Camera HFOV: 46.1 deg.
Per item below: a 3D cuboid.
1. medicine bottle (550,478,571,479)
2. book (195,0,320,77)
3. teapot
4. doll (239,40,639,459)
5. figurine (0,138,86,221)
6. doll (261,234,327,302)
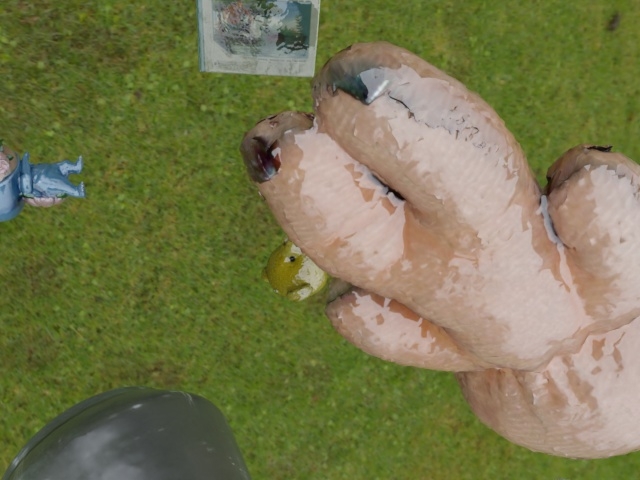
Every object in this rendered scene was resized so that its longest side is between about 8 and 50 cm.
[{"bbox_3d":[0.305,0.382,0.871,0.083,0.083,0.203,-22,88,-32],"label":"medicine bottle"},{"bbox_3d":[-0.103,-0.401,1.252,0.214,0.025,0.283,1,133,-2],"label":"book"},{"bbox_3d":[-0.161,0.388,0.818,0.305,0.361,0.376,-23,134,-32],"label":"teapot"},{"bbox_3d":[0.101,-0.003,0.413,0.303,0.201,0.156,42,46,-25],"label":"doll"},{"bbox_3d":[-0.444,-0.100,1.110,0.178,0.114,0.144,-7,140,-10],"label":"figurine"},{"bbox_3d":[0.000,0.000,1.147,0.209,0.137,0.097,-45,118,-8],"label":"doll"}]
